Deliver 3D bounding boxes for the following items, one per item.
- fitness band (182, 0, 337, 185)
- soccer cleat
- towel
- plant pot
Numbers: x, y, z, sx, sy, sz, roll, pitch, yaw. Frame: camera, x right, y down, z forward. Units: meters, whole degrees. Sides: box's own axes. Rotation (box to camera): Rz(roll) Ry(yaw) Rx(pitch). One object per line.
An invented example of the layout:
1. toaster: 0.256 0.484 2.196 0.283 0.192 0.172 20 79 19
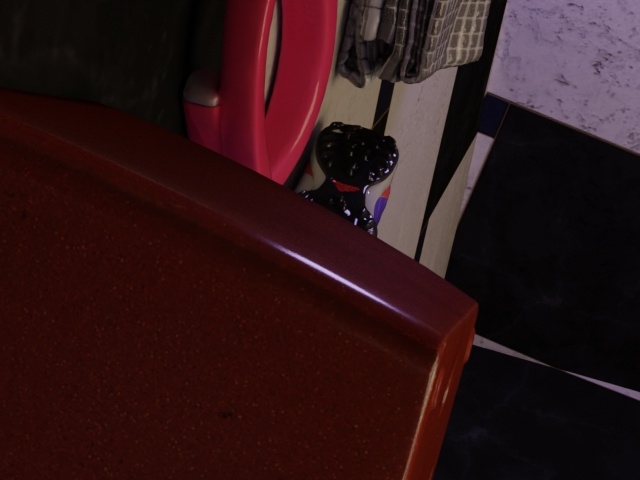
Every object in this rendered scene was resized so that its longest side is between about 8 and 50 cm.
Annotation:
1. fitness band: -0.038 -0.135 0.951 0.291 0.054 0.209 89 17 -60
2. soccer cleat: 0.000 0.000 1.205 0.318 0.109 0.116 -62 168 -58
3. towel: 0.120 -0.301 1.337 0.235 0.121 0.283 -47 151 -67
4. plant pot: -0.069 0.089 0.585 0.267 0.236 0.267 -12 118 -79
